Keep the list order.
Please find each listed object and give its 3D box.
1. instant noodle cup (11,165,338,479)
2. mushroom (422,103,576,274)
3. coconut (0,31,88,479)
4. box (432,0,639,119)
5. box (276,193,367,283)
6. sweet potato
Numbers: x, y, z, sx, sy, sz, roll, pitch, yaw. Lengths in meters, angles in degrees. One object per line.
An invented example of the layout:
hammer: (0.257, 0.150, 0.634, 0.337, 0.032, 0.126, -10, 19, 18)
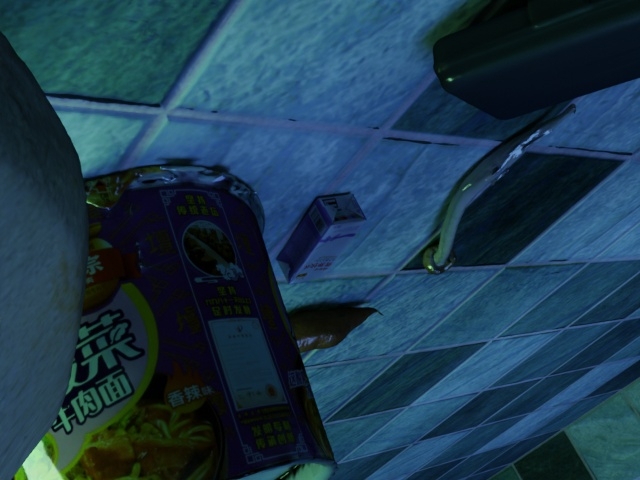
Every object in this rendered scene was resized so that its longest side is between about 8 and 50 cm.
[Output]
instant noodle cup: (-0.153, 0.136, 0.827, 0.340, 0.266, 0.340, -22, 154, -11)
mushroom: (0.188, -0.053, 1.085, 0.068, 0.043, 0.306, -31, 161, -39)
coconut: (-0.294, 0.028, 0.388, 0.360, 0.346, 0.346, -54, 177, -42)
box: (0.226, -0.166, 0.788, 0.230, 0.050, 0.160, -15, 167, 29)
box: (0.000, 0.000, 0.989, 0.051, 0.036, 0.117, -10, 150, -33)
sweet potato: (0.009, 0.111, 1.200, 0.195, 0.056, 0.056, -9, 150, -42)
